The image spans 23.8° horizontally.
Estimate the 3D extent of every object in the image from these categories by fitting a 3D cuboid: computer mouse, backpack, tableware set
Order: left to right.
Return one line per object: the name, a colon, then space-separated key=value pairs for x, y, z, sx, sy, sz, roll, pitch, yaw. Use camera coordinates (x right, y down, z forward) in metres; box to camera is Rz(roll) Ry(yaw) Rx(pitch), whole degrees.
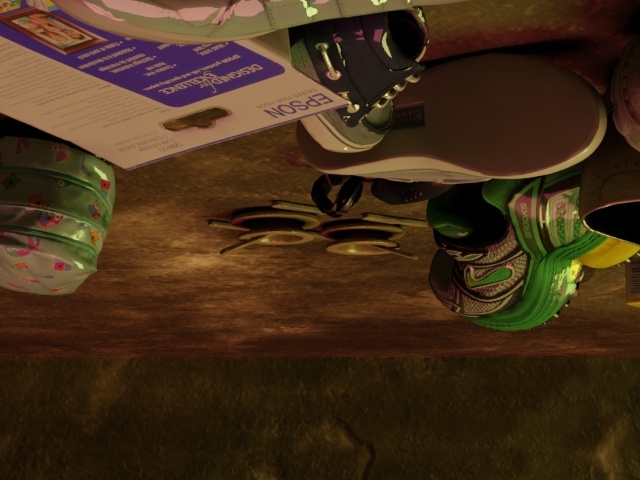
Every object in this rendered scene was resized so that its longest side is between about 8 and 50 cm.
backpack: x=-0.225 y=-0.020 z=1.189 sx=0.152 sy=0.115 sz=0.182 roll=7 pitch=165 yaw=-22
tableware set: x=0.000 y=0.000 z=1.510 sx=0.194 sy=0.039 sz=0.128 roll=7 pitch=167 yaw=-35
computer mouse: x=0.045 y=-0.058 z=1.170 sx=0.041 sy=0.071 sz=0.242 roll=39 pitch=160 yaw=-18

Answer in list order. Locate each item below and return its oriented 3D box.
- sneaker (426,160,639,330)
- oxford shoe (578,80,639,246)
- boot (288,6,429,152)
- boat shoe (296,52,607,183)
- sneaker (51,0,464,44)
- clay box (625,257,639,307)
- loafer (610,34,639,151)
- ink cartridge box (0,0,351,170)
sneaker: x=0.146 y=-0.023 z=1.216 sx=0.146 sy=0.134 sz=0.343 roll=8 pitch=159 yaw=-10
oxford shoe: x=0.329 y=0.012 z=0.976 sx=0.348 sy=0.130 sz=0.123 roll=21 pitch=149 yaw=10
boot: x=0.029 y=-0.097 z=0.884 sx=0.086 sy=0.069 sz=0.190 roll=-1 pitch=168 yaw=22
boat shoe: x=0.094 y=-0.078 z=1.011 sx=0.227 sy=0.079 sz=0.081 roll=0 pitch=179 yaw=36
sneaker: x=0.019 y=-0.139 z=0.583 sx=0.255 sy=0.094 sz=0.151 roll=-8 pitch=178 yaw=-14
clay box: x=0.348 y=-0.017 z=1.176 sx=0.222 sy=0.127 sz=0.053 roll=-5 pitch=169 yaw=27
loafer: x=0.333 y=-0.079 z=0.881 sx=0.319 sy=0.112 sz=0.111 roll=1 pitch=178 yaw=-1
ink cartridge box: x=-0.122 y=-0.107 z=0.811 sx=0.208 sy=0.045 sz=0.206 roll=25 pitch=155 yaw=-39
